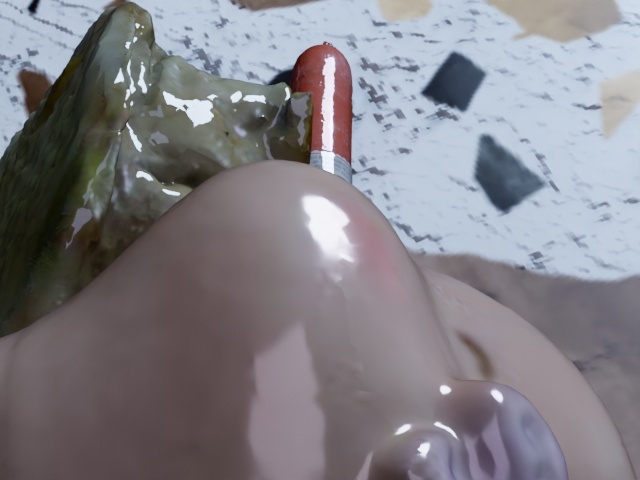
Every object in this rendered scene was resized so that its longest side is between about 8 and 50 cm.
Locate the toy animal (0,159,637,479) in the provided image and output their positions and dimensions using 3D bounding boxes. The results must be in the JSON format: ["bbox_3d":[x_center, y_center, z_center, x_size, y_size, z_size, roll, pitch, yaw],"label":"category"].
[{"bbox_3d":[-0.060,0.117,0.418,0.326,0.269,0.237,-34,62,42],"label":"toy animal"}]

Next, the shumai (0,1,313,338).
[{"bbox_3d":[-0.079,-0.003,0.588,0.120,0.201,0.201,23,51,-21],"label":"shumai"}]

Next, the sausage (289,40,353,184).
[{"bbox_3d":[0.000,0.000,0.619,0.034,0.034,0.253,-6,53,9],"label":"sausage"}]
